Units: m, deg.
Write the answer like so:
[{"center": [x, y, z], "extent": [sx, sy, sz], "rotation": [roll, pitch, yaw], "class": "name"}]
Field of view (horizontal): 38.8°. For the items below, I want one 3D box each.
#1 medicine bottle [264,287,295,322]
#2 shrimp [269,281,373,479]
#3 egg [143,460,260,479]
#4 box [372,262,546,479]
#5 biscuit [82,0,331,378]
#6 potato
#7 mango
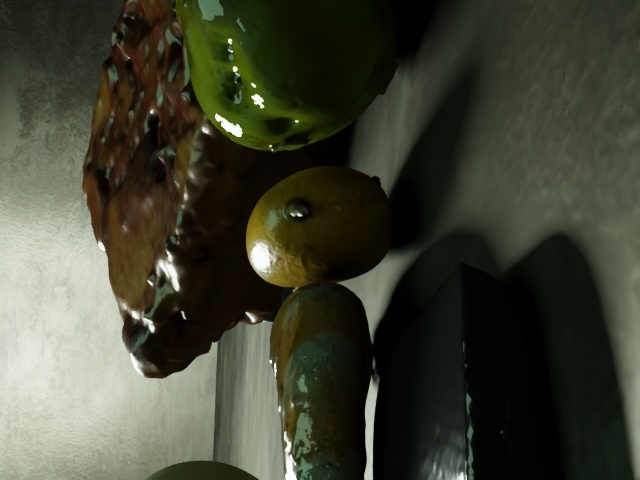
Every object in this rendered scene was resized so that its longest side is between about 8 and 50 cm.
[{"center": [-0.048, -0.012, 1.037], "extent": [0.090, 0.053, 0.209], "rotation": [-173, 86, -75], "class": "medicine bottle"}, {"center": [0.007, 0.128, 0.547], "extent": [0.185, 0.068, 0.287], "rotation": [87, 177, -46], "class": "shrimp"}, {"center": [-0.122, 0.343, 0.935], "extent": [0.269, 0.219, 0.219], "rotation": [-109, 22, -75], "class": "egg"}, {"center": [0.057, 0.136, 0.424], "extent": [0.201, 0.042, 0.213], "rotation": [111, 160, -63], "class": "box"}, {"center": [-0.122, -0.106, 0.940], "extent": [0.343, 0.166, 0.395], "rotation": [62, 141, 38], "class": "biscuit"}, {"center": [-0.028, -0.166, 0.619], "extent": [0.253, 0.148, 0.186], "rotation": [-86, -28, -62], "class": "potato"}, {"center": [0.000, 0.000, 0.622], "extent": [0.187, 0.101, 0.066], "rotation": [89, 165, -77], "class": "mango"}]
